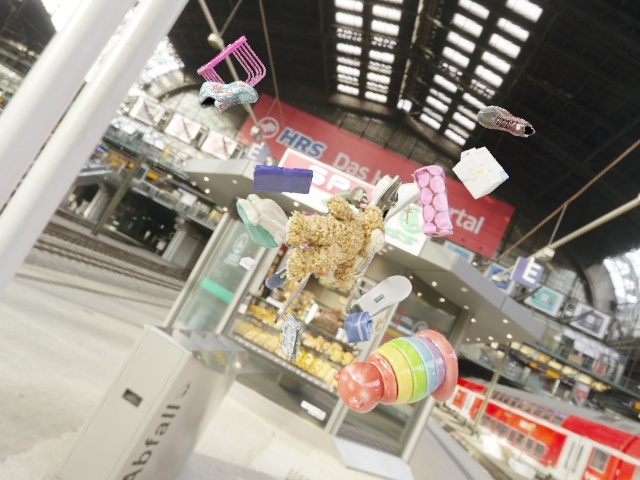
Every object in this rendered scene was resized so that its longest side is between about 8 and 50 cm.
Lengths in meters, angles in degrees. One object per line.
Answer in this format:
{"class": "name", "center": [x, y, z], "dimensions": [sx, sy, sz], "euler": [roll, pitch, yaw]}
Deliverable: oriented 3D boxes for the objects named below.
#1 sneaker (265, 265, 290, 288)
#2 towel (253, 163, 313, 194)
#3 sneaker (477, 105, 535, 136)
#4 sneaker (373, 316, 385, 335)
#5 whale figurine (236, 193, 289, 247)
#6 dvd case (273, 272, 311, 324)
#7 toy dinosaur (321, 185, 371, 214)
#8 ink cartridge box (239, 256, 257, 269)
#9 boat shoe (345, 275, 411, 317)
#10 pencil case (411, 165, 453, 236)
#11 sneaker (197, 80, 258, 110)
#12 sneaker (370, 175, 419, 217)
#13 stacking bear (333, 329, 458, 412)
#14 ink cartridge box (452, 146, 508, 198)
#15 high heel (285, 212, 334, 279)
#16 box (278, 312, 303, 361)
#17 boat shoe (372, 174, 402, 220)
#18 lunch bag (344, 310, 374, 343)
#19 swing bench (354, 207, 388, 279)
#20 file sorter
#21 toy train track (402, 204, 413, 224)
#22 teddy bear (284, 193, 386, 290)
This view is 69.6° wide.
{"class": "sneaker", "center": [-0.165, 0.151, 1.782], "dimensions": [0.059, 0.144, 0.053], "euler": [-35, -93, 41]}
{"class": "towel", "center": [-0.194, -0.323, 2.386], "dimensions": [0.308, 0.076, 0.228], "euler": [4, -23, -8]}
{"class": "sneaker", "center": [0.917, -0.573, 2.236], "dimensions": [0.281, 0.106, 0.162], "euler": [12, 21, -11]}
{"class": "sneaker", "center": [0.219, 0.324, 1.745], "dimensions": [0.032, 0.083, 0.037], "euler": [26, -47, 14]}
{"class": "whale figurine", "center": [-0.209, -0.057, 1.572], "dimensions": [0.216, 0.141, 0.272], "euler": [58, 15, 17]}
{"class": "dvd case", "center": [-0.120, 0.241, 1.910], "dimensions": [0.018, 0.221, 0.164], "euler": [35, -28, 5]}
{"class": "toy dinosaur", "center": [0.129, -0.199, 2.228], "dimensions": [0.313, 0.121, 0.160], "euler": [0, -25, 36]}
{"class": "ink cartridge box", "center": [-0.301, 0.095, 1.904], "dimensions": [0.048, 0.028, 0.083], "euler": [31, 11, 11]}
{"class": "boat shoe", "center": [0.267, 0.277, 2.171], "dimensions": [0.127, 0.340, 0.158], "euler": [63, -32, 11]}
{"class": "pencil case", "center": [0.332, -0.113, 1.373], "dimensions": [0.098, 0.209, 0.095], "euler": [-10, -8, 30]}
{"class": "sneaker", "center": [-0.380, -0.574, 1.889], "dimensions": [0.262, 0.125, 0.104], "euler": [6, -28, 19]}
{"class": "sneaker", "center": [0.335, -0.225, 2.006], "dimensions": [0.108, 0.169, 0.292], "euler": [-13, -18, -48]}
{"class": "stacking bear", "center": [0.171, 0.324, 1.103], "dimensions": [0.289, 0.164, 0.175], "euler": [-9, 45, -29]}
{"class": "ink cartridge box", "center": [0.506, -0.223, 1.474], "dimensions": [0.143, 0.092, 0.090], "euler": [57, -39, 15]}
{"class": "high heel", "center": [0.000, 0.000, 1.652], "dimensions": [0.377, 0.181, 0.127], "euler": [40, -24, 45]}
{"class": "box", "center": [-0.103, 0.328, 1.557], "dimensions": [0.027, 0.137, 0.094], "euler": [-7, 30, -33]}
{"class": "boat shoe", "center": [0.235, -0.138, 1.610], "dimensions": [0.068, 0.081, 0.228], "euler": [42, -35, 7]}
{"class": "lunch bag", "center": [0.109, 0.232, 1.241], "dimensions": [0.065, 0.067, 0.098], "euler": [-10, 10, 18]}
{"class": "swing bench", "center": [0.188, 0.030, 2.175], "dimensions": [0.165, 0.253, 0.255], "euler": [21, -48, 13]}
{"class": "file sorter", "center": [-0.393, -0.751, 2.053], "dimensions": [0.182, 0.202, 0.290], "euler": [51, -8, -25]}
{"class": "toy train track", "center": [0.341, -0.100, 1.785], "dimensions": [0.048, 0.014, 0.083], "euler": [28, -50, 37]}
{"class": "teddy bear", "center": [0.049, 0.004, 1.174], "dimensions": [0.338, 0.245, 0.113], "euler": [13, -6, -39]}
